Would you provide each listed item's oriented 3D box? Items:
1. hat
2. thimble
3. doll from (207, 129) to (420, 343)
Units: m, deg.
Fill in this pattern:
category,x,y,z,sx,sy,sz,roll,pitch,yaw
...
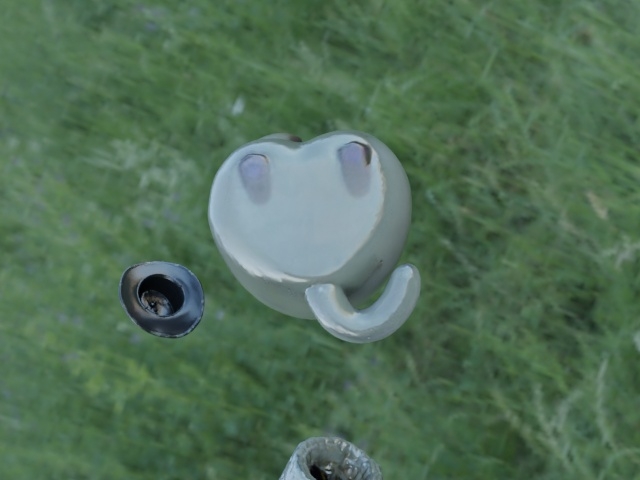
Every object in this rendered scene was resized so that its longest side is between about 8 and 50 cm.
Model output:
category,x,y,z,sx,sy,sz,roll,pitch,yaw
hat,-0.212,0.082,1.706,0.050,0.121,0.121,118,165,-59
thimble,0.004,0.264,1.302,0.102,0.115,0.090,37,114,26
doll,-0.008,-0.023,1.454,0.370,0.215,0.226,-112,3,-80
